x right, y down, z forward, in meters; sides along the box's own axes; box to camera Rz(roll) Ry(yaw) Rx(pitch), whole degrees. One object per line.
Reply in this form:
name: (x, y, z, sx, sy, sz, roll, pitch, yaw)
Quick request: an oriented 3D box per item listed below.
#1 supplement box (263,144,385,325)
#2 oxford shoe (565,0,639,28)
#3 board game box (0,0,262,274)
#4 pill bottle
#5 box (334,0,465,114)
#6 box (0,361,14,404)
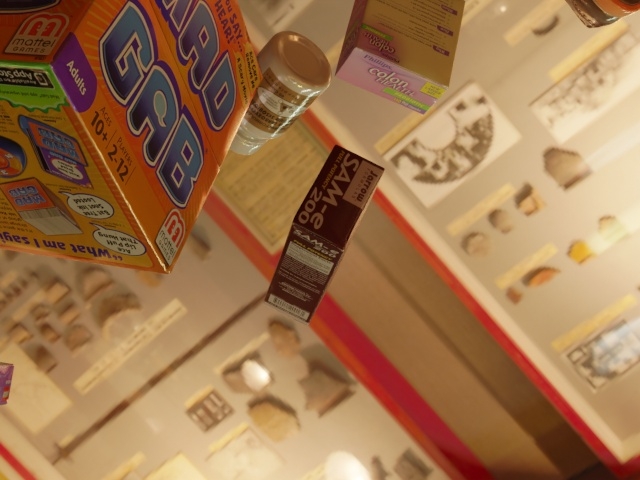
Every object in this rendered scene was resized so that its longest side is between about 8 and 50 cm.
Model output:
supplement box: (0.000, 0.000, 1.209, 0.130, 0.073, 0.239, -62, 178, -29)
oxford shoe: (0.374, -0.498, 1.540, 0.130, 0.364, 0.133, -35, -176, -23)
board game box: (-0.331, -0.221, 1.184, 0.356, 0.356, 0.356, 8, -125, 19)
pill bottle: (-0.094, -0.259, 1.725, 0.229, 0.131, 0.131, -41, -174, 41)
box: (0.169, -0.425, 2.000, 0.117, 0.213, 0.243, 133, -26, -58)
box: (-0.551, 0.158, 1.146, 0.201, 0.293, 0.057, 48, 50, -82)
